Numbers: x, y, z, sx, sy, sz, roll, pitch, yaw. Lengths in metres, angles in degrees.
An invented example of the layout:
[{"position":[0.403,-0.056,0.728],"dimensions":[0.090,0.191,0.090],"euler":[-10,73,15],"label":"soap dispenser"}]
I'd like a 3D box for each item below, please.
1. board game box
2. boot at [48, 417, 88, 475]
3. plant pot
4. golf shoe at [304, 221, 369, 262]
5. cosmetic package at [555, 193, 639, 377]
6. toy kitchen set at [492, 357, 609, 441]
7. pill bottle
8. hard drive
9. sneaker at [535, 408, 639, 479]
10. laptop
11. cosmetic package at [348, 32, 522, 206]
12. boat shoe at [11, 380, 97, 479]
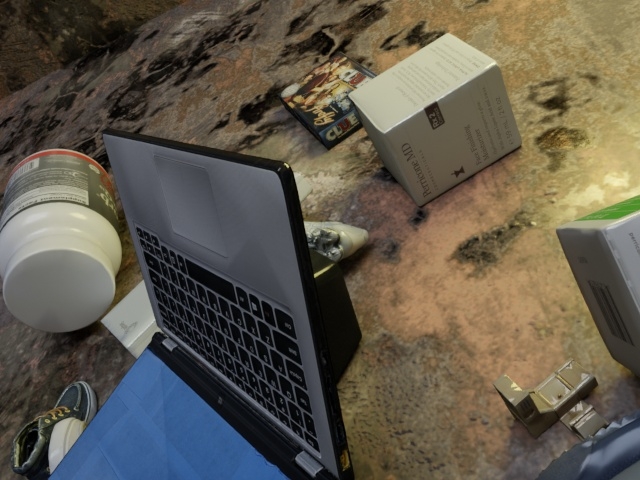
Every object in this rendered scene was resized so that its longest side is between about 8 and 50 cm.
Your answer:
[{"position":[0.028,-0.283,1.244],"dimensions":[0.165,0.042,0.243],"euler":[-35,37,-3],"label":"board game box"},{"position":[-0.256,0.303,0.779],"dimensions":[0.123,0.095,0.258],"euler":[-24,39,-10],"label":"boot"},{"position":[-0.060,0.100,0.785],"dimensions":[0.167,0.187,0.188],"euler":[-35,35,-24],"label":"plant pot"},{"position":[0.000,0.000,0.953],"dimensions":[0.086,0.069,0.176],"euler":[-15,16,-34],"label":"golf shoe"},{"position":[0.412,-0.013,0.512],"dimensions":[0.365,0.155,0.197],"euler":[-24,-4,9],"label":"cosmetic package"},{"position":[0.227,0.149,0.598],"dimensions":[0.083,0.075,0.068],"euler":[-40,39,-2],"label":"toy kitchen set"},{"position":[-0.481,-0.008,1.166],"dimensions":[0.210,0.210,0.363],"euler":[-32,38,1],"label":"pill bottle"},{"position":[-0.187,0.029,0.999],"dimensions":[0.353,0.047,0.233],"euler":[-47,21,-18],"label":"hard drive"},{"position":[0.319,0.185,0.464],"dimensions":[0.319,0.112,0.131],"euler":[-25,35,12],"label":"sneaker"},{"position":[-0.181,0.136,0.564],"dimensions":[0.236,0.408,0.382],"euler":[-23,24,-30],"label":"laptop"},{"position":[0.170,-0.182,0.943],"dimensions":[0.183,0.151,0.151],"euler":[-32,38,2],"label":"cosmetic package"},{"position":[-0.376,0.262,0.896],"dimensions":[0.065,0.083,0.183],"euler":[-24,38,11],"label":"boat shoe"}]
